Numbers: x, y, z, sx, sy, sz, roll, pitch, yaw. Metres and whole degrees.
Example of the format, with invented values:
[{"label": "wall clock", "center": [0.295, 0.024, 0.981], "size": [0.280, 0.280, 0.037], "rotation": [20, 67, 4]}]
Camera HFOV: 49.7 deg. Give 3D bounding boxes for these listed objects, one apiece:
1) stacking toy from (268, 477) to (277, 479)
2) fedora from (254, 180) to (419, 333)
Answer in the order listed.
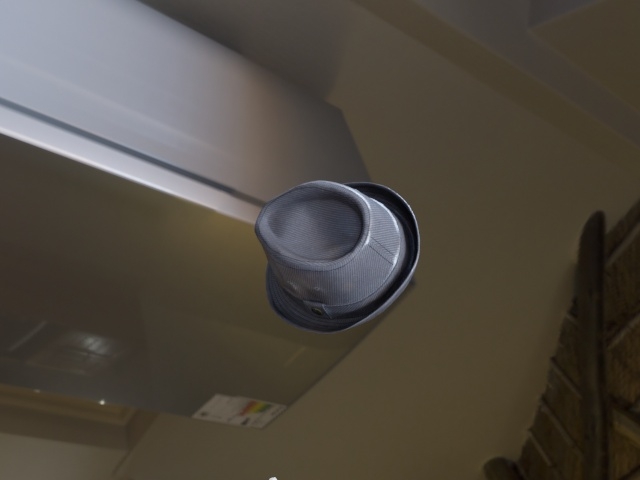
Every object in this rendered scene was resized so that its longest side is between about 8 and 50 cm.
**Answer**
[{"label": "stacking toy", "center": [-0.021, 0.371, 0.615], "size": [0.279, 0.309, 0.130], "rotation": [-41, 171, -43]}, {"label": "fedora", "center": [0.000, 0.000, 0.981], "size": [0.275, 0.124, 0.244], "rotation": [20, -104, 41]}]
